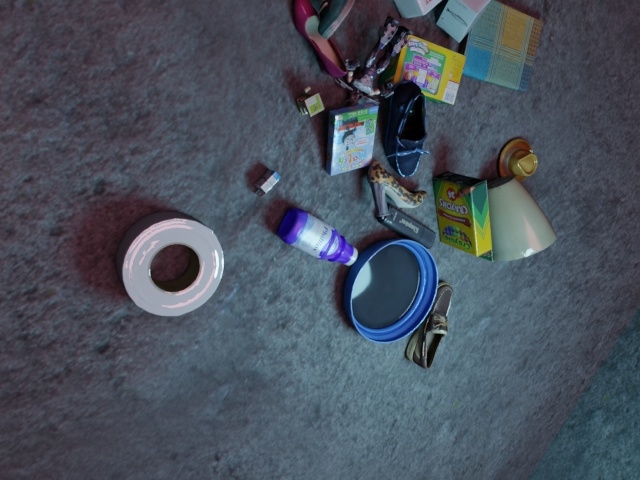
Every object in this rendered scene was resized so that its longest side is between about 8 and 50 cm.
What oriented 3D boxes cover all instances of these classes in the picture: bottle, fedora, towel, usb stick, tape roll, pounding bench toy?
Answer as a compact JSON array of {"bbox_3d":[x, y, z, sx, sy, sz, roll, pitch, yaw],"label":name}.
[{"bbox_3d":[0.000,0.000,1.798,0.283,0.092,0.118,29,88,-34],"label":"bottle"},{"bbox_3d":[0.790,-0.304,2.192,0.194,0.079,0.194,-9,109,-28],"label":"fedora"},{"bbox_3d":[0.649,-0.703,2.010,0.370,0.040,0.272,3,104,-34],"label":"towel"},{"bbox_3d":[0.312,-0.048,2.001,0.278,0.045,0.077,27,86,-33],"label":"usb stick"},{"bbox_3d":[-0.418,0.063,1.562,0.286,0.100,0.286,-9,109,-28],"label":"tape roll"},{"bbox_3d":[-0.038,-0.421,1.663,0.052,0.065,0.083,-33,119,-18],"label":"pounding bench toy"}]

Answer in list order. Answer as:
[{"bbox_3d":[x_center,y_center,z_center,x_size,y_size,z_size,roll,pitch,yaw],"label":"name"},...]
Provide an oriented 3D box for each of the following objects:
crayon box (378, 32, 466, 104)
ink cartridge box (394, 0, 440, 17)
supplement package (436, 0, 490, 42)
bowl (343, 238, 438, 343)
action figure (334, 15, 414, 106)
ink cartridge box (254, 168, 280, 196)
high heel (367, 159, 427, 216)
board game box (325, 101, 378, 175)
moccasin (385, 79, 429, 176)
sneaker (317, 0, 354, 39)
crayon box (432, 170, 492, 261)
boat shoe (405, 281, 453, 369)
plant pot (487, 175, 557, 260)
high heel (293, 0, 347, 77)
[{"bbox_3d":[0.338,-0.562,1.837,0.278,0.081,0.165,7,101,-32],"label":"crayon box"},{"bbox_3d":[0.292,-0.857,1.697,0.201,0.117,0.278,-43,122,-13],"label":"ink cartridge box"},{"bbox_3d":[0.462,-0.741,1.783,0.105,0.179,0.105,41,80,3],"label":"supplement package"},{"bbox_3d":[0.252,0.177,2.016,0.391,0.077,0.391,-10,109,-29],"label":"bowl"},{"bbox_3d":[0.162,-0.532,1.699,0.185,0.099,0.285,20,112,-32],"label":"action figure"},{"bbox_3d":[-0.164,-0.172,1.672,0.083,0.048,0.028,-48,123,-10],"label":"ink cartridge box"},{"bbox_3d":[0.269,-0.198,1.895,0.261,0.093,0.186,-19,101,-38],"label":"high heel"},{"bbox_3d":[0.097,-0.319,1.754,0.160,0.039,0.212,-19,134,-25],"label":"board game box"},{"bbox_3d":[0.280,-0.341,1.808,0.137,0.117,0.342,-23,133,-12],"label":"moccasin"},{"bbox_3d":[0.038,-0.707,1.583,0.121,0.108,0.302,28,67,-16],"label":"sneaker"},{"bbox_3d":[0.518,-0.076,2.023,0.081,0.202,0.319,-24,115,-23],"label":"crayon box"},{"bbox_3d":[0.448,0.333,2.153,0.123,0.123,0.342,23,93,-34],"label":"boat shoe"},{"bbox_3d":[0.733,-0.101,2.144,0.256,0.256,0.274,-29,101,-21],"label":"plant pot"},{"bbox_3d":[0.003,-0.585,1.606,0.082,0.117,0.244,-32,119,-19],"label":"high heel"}]
